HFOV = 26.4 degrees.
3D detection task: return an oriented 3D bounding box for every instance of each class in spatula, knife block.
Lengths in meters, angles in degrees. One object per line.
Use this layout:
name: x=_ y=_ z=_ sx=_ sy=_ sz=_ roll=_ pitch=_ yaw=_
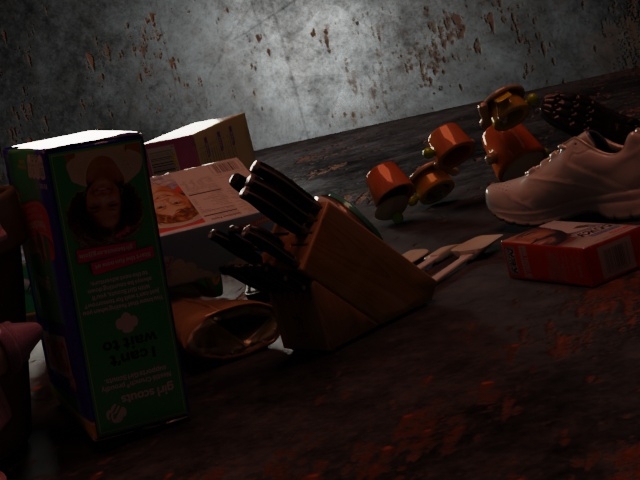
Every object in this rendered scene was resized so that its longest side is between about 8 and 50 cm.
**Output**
spatula: x=0.137 y=0.037 z=1.891 sx=0.168 sy=0.019 sz=0.242 roll=-6 pitch=13 yaw=35
knife block: x=0.000 y=0.000 z=1.647 sx=0.275 sy=0.242 sz=0.088 roll=-22 pitch=14 yaw=-40

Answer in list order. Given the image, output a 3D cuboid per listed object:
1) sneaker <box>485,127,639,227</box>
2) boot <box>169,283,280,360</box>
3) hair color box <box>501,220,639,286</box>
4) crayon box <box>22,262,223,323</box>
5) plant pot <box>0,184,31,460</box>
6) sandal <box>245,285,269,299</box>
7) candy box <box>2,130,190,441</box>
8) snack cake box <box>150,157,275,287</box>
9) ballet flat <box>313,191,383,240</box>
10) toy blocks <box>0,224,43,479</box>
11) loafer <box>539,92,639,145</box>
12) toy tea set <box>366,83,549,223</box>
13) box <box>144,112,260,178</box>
sneaker: x=0.368 y=-0.094 z=1.972 sx=0.297 sy=0.129 sz=0.111 roll=-8 pitch=14 yaw=37
boot: x=-0.210 y=0.112 z=1.768 sx=0.236 sy=0.089 sz=0.269 roll=-19 pitch=13 yaw=-24
hair color box: x=0.311 y=0.014 z=1.683 sx=0.093 sy=0.053 sz=0.167 roll=-20 pitch=11 yaw=-26
crayon box: x=-0.301 y=0.061 z=2.022 sx=0.278 sy=0.081 sz=0.165 roll=-13 pitch=-13 yaw=9
plant pot: x=-0.454 y=0.116 z=1.515 sx=0.323 sy=0.280 sz=0.323 roll=-15 pitch=12 yaw=3
sandal: x=-0.088 y=0.054 z=2.034 sx=0.067 sy=0.040 sz=0.179 roll=-16 pitch=10 yaw=-10
candy box: x=-0.259 y=0.041 z=1.552 sx=0.122 sy=0.317 sz=0.268 roll=-14 pitch=9 yaw=-20
snack cake box: x=-0.202 y=-0.016 z=1.847 sx=0.264 sy=0.089 sz=0.152 roll=-14 pitch=38 yaw=-21
ballet flat: x=0.003 y=0.014 z=1.915 sx=0.139 sy=0.139 sz=0.400 roll=-15 pitch=3 yaw=-4
toy blocks: x=-0.329 y=0.147 z=1.171 sx=0.260 sy=0.289 sz=0.309 roll=-29 pitch=14 yaw=-36
loafer: x=0.478 y=-0.192 z=2.330 sx=0.223 sy=0.076 sz=0.078 roll=18 pitch=-13 yaw=0
toy tea set: x=0.245 y=-0.115 z=2.320 sx=0.336 sy=0.124 sz=0.200 roll=-31 pitch=-26 yaw=5
box: x=-0.220 y=-0.116 z=2.637 sx=0.117 sy=0.214 sz=0.243 roll=-9 pitch=12 yaw=24
